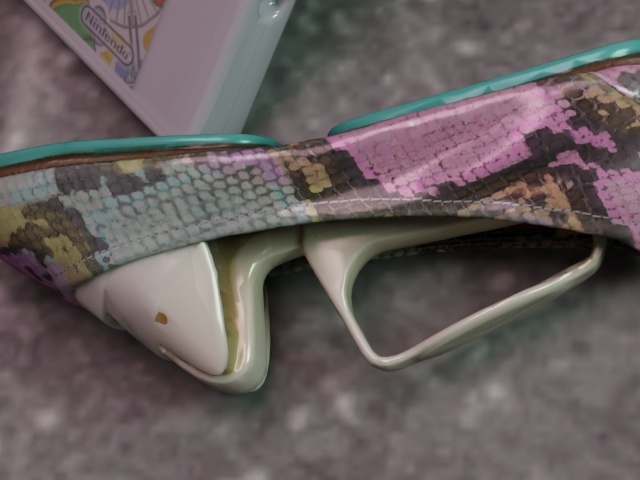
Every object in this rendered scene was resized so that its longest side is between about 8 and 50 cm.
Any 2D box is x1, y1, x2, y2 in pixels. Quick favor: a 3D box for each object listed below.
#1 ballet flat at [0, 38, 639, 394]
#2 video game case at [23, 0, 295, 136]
[{"bbox_3d":[0.000,0.000,0.518,0.221,0.077,0.079,-9,80,11],"label":"ballet flat"},{"bbox_3d":[-0.068,-0.172,0.571,0.227,0.026,0.206,45,126,31],"label":"video game case"}]
